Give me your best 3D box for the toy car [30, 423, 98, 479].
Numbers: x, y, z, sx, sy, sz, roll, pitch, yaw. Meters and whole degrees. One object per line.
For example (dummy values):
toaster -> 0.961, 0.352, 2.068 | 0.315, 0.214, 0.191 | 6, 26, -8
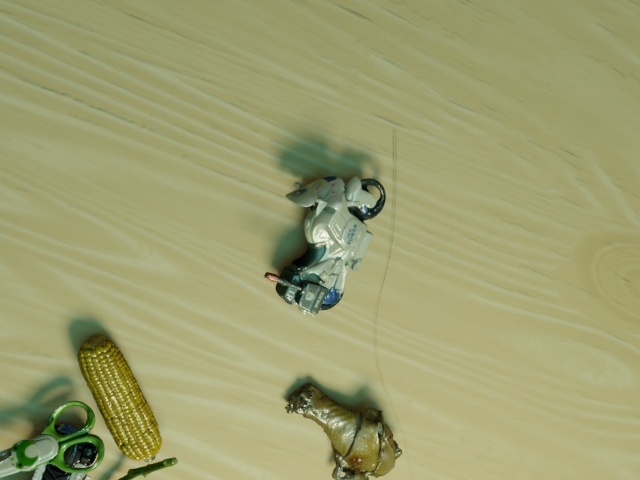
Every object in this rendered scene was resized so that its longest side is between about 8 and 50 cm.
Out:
toy car -> -0.377, 0.350, 1.424 | 0.080, 0.070, 0.171 | 18, 78, 3

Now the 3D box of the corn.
corn -> -0.288, 0.230, 1.431 | 0.068, 0.068, 0.207 | -25, 107, -7

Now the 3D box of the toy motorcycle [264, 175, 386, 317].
toy motorcycle -> 0.000, 0.000, 1.431 | 0.150, 0.102, 0.221 | 19, 99, -31

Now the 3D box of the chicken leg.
chicken leg -> 0.044, 0.295, 1.532 | 0.125, 0.080, 0.196 | -30, 110, 8

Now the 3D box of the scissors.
scissors -> -0.406, 0.299, 1.385 | 0.204, 0.027, 0.101 | -20, 74, -8

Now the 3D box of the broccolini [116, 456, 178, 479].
broccolini -> -0.288, 0.364, 1.463 | 0.194, 0.054, 0.052 | -43, 70, 17
